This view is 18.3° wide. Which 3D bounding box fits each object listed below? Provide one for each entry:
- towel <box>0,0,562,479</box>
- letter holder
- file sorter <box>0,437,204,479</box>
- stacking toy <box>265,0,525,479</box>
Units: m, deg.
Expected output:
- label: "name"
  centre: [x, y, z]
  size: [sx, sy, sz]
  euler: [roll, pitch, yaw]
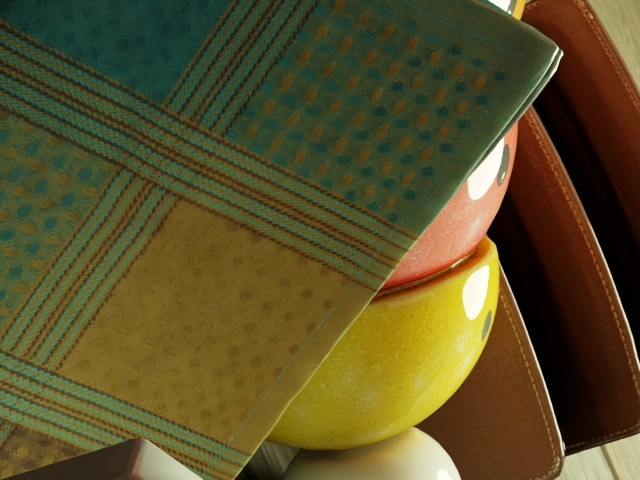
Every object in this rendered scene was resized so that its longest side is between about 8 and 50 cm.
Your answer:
- label: "towel"
  centre: [-0.085, -0.014, 1.001]
  size: [0.271, 0.370, 0.040]
  euler: [29, 15, -30]
- label: "letter holder"
  centre: [0.131, 0.004, 1.364]
  size: [0.152, 0.214, 0.302]
  euler: [-25, 92, -54]
- label: "file sorter"
  centre: [-0.126, 0.231, 0.877]
  size: [0.193, 0.277, 0.173]
  euler: [40, 48, -32]
- label: "stacking toy"
  centre: [0.000, 0.000, 1.201]
  size: [0.350, 0.350, 0.480]
  euler: [-32, 115, -53]
